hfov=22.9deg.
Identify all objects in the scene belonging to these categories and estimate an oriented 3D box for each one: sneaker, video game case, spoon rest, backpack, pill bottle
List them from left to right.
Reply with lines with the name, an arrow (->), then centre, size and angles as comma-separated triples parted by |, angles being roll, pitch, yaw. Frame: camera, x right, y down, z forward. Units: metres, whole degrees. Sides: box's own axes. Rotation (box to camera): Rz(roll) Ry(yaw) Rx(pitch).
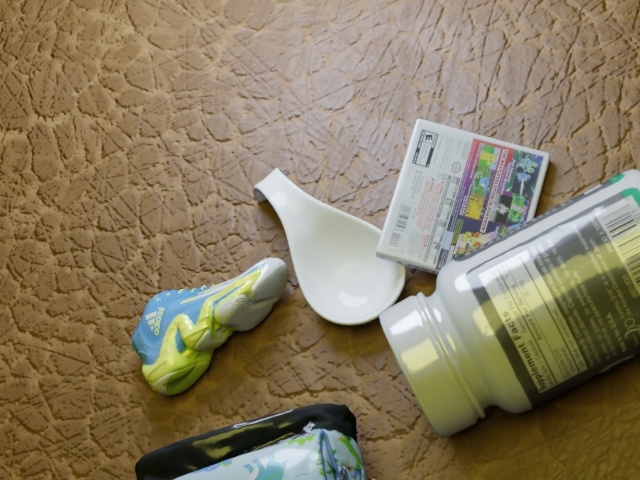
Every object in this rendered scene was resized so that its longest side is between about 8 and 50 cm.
sneaker -> -0.159, 0.086, 2.093 | 0.240, 0.091, 0.126 | -43, 61, -4
backpack -> -0.056, 0.386, 1.856 | 0.290, 0.273, 0.356 | -16, 75, 3
spoon rest -> 0.000, 0.000, 2.087 | 0.137, 0.084, 0.276 | -41, 60, -4
video game case -> 0.186, -0.046, 2.055 | 0.183, 0.023, 0.201 | 16, 69, 7
pill bottle -> 0.266, 0.081, 1.897 | 0.361, 0.204, 0.204 | -27, 61, 4
